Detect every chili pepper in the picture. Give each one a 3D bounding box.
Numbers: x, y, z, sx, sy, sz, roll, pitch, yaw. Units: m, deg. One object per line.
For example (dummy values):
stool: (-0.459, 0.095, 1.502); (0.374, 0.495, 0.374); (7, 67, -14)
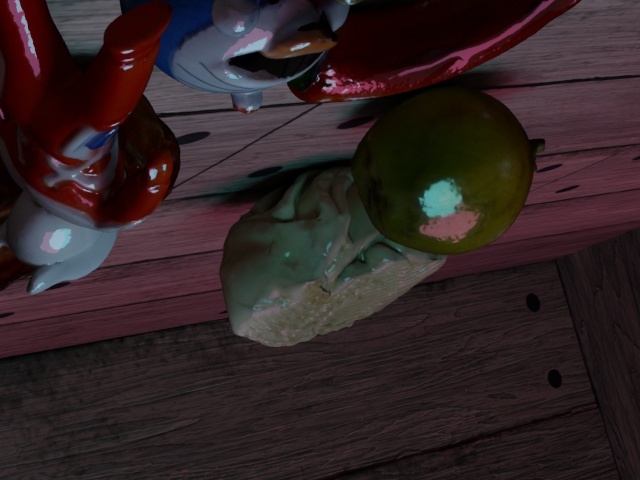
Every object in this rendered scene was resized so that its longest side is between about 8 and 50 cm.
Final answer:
chili pepper: (0.095, -0.203, 1.577); (0.368, 0.092, 0.137); (-21, 154, -8)

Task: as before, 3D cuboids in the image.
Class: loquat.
loquat: (0.166, -0.087, 2.028); (0.246, 0.213, 0.213); (-13, 171, -22)

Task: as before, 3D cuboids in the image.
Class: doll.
doll: (-0.017, -0.194, 1.136); (0.257, 0.161, 0.215); (-27, -170, 44)
doll: (-0.185, -0.080, 1.227); (0.099, 0.188, 0.384); (-39, 165, -29)

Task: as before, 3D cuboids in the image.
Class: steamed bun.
steamed bun: (0.002, 0.000, 2.336); (0.289, 0.203, 0.276); (-32, 158, 15)

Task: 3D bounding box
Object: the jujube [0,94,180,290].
jujube: (-0.277, -0.057, 1.485); (0.342, 0.216, 0.216); (-15, 174, -42)
